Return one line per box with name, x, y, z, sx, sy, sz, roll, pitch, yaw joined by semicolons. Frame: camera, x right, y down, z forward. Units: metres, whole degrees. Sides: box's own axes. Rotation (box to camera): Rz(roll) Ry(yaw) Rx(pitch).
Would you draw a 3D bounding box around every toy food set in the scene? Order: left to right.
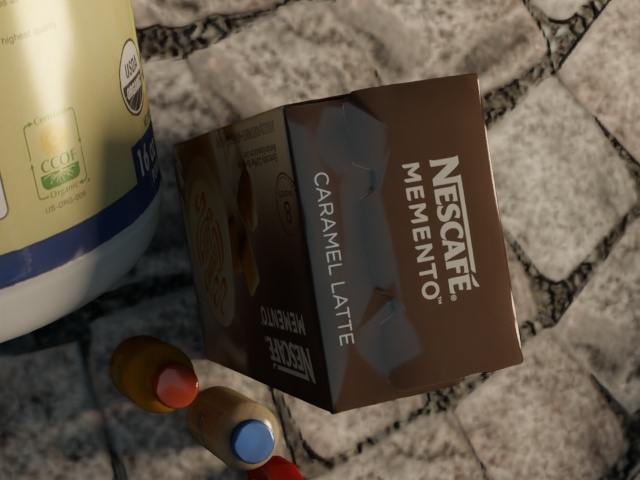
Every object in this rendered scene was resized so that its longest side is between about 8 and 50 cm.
toy food set;-0.060;0.172;0.694;0.111;0.104;0.232;-3;91;-18

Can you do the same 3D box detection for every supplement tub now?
supplement tub;-0.203;-0.128;0.535;0.228;0.228;0.316;-15;116;-18

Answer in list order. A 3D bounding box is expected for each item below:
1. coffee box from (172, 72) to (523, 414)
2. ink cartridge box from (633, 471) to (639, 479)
coffee box;0.000;0.000;0.638;0.098;0.246;0.141;-11;94;-18
ink cartridge box;0.329;0.283;0.834;0.308;0.091;0.385;45;76;-14
